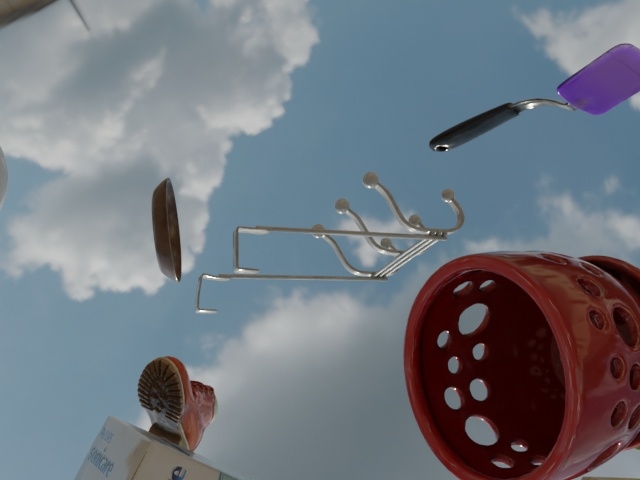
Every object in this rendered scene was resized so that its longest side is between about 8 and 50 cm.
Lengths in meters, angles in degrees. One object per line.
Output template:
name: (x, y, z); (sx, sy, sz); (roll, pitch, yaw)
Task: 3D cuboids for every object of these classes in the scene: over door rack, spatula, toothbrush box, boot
over door rack: (0.000, 0.000, 1.389); (0.324, 0.239, 0.108); (-9, -104, -21)
spatula: (0.234, -0.146, 1.139); (0.296, 0.084, 0.030); (-16, -119, 47)
toothbrush box: (-0.086, 0.293, 0.997); (0.126, 0.295, 0.216); (-64, -161, -12)
boot: (-0.153, 0.172, 1.135); (0.059, 0.158, 0.084); (24, -134, 24)

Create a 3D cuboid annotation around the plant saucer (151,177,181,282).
plant saucer: (-0.244, -0.015, 1.621); (0.029, 0.168, 0.168); (-6, -142, -1)

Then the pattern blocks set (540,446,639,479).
pattern blocks set: (0.361, 0.339, 1.139); (0.026, 0.325, 0.285); (-157, -92, -77)

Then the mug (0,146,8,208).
mug: (-0.562, -0.118, 1.234); (0.328, 0.374, 0.276); (-50, -155, 12)

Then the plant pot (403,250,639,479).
plant pot: (0.192, 0.100, 0.840); (0.174, 0.191, 0.191); (-4, -157, -34)
